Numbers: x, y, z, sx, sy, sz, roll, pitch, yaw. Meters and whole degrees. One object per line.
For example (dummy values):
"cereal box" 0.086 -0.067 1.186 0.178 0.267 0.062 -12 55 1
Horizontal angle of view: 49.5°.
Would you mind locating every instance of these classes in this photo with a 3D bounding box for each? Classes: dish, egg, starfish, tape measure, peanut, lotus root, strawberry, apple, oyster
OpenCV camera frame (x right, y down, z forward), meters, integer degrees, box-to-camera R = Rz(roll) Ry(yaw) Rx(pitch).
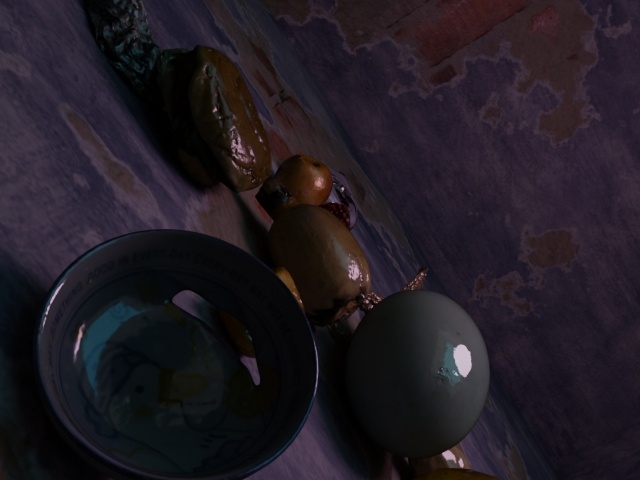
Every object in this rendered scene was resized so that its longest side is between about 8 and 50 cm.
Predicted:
"dish" -0.151 0.134 0.710 0.273 0.134 0.273 14 51 -18
"egg" 0.185 0.246 1.337 0.276 0.276 0.389 55 25 -17
"starfish" 0.155 0.177 1.546 0.060 0.302 0.299 -3 -64 58
"tape measure" 0.019 -0.106 1.826 0.236 0.120 0.197 23 41 -60
"peanut" 0.274 0.527 1.382 0.313 0.149 0.149 64 15 17
"lotus root" -0.021 0.013 1.362 0.310 0.183 0.183 57 13 12
"strawberry" 0.001 -0.007 1.557 0.236 0.106 0.175 146 -45 -79
"apple" -0.038 -0.138 1.641 0.146 0.146 0.146 54 15 -22
"oyster" -0.342 -0.371 1.242 0.199 0.087 0.252 45 32 -43

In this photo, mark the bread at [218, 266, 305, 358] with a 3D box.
"bread" -0.088 0.107 1.087 0.114 0.083 0.211 65 14 -1

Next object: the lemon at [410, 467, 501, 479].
"lemon" 0.205 0.468 1.031 0.310 0.253 0.253 31 31 -62

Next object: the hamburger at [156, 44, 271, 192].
"hamburger" -0.182 -0.224 1.264 0.265 0.134 0.285 -42 116 -71
